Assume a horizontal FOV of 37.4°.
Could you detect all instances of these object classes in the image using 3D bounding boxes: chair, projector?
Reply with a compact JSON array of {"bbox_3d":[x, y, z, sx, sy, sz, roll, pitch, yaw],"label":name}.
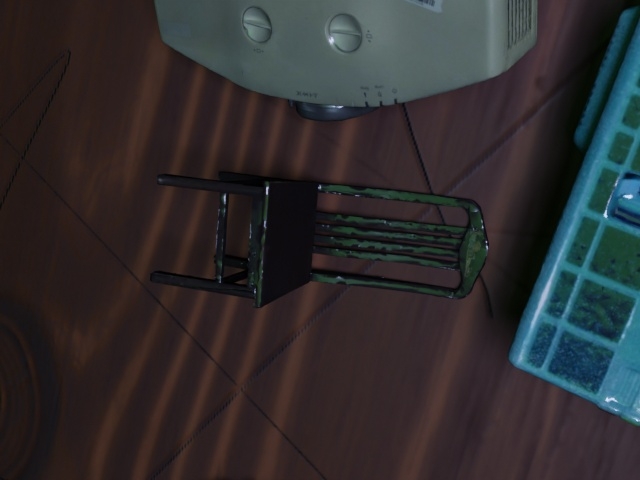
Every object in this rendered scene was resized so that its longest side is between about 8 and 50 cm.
[{"bbox_3d":[0.000,0.000,0.652,0.212,0.101,0.084,8,100,24],"label":"chair"},{"bbox_3d":[0.008,-0.179,0.608,0.269,0.088,0.194,13,123,32],"label":"projector"}]

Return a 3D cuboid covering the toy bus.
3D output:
[{"bbox_3d":[0.214,-0.027,0.540,0.147,0.128,0.256,23,107,21],"label":"toy bus"}]
